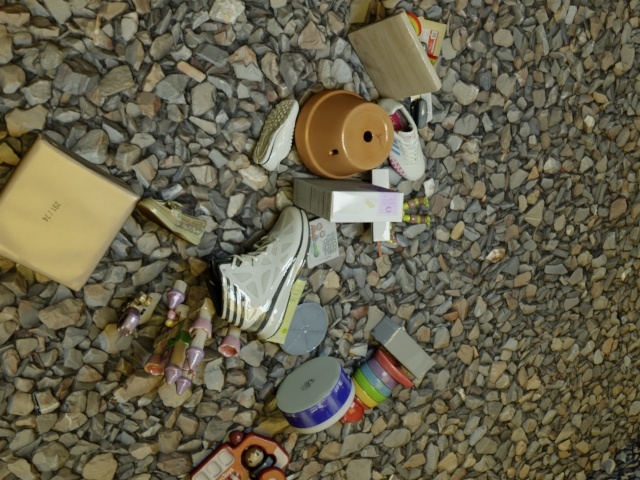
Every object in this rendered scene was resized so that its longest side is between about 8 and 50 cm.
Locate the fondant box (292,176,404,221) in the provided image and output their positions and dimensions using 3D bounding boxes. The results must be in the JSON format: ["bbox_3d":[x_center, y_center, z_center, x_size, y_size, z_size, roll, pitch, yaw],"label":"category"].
[{"bbox_3d":[0.078,-0.132,1.789,0.238,0.330,0.096,-1,104,-23],"label":"fondant box"}]

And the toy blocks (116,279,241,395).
[{"bbox_3d":[-0.437,0.318,1.680,0.288,0.260,0.309,-32,122,32],"label":"toy blocks"}]

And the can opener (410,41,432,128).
[{"bbox_3d":[0.342,-0.523,1.920,0.074,0.093,0.280,-13,115,-7],"label":"can opener"}]

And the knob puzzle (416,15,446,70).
[{"bbox_3d":[0.311,-0.654,1.908,0.213,0.030,0.213,-7,119,-13],"label":"knob puzzle"}]

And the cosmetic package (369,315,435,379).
[{"bbox_3d":[0.309,0.405,2.143,0.107,0.127,0.238,-44,117,-6],"label":"cosmetic package"}]

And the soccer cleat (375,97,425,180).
[{"bbox_3d":[0.283,-0.327,1.919,0.116,0.143,0.331,-38,120,-9],"label":"soccer cleat"}]

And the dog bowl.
[{"bbox_3d":[-0.019,0.529,1.963,0.265,0.265,0.104,-35,113,-10],"label":"dog bowl"}]

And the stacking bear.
[{"bbox_3d":[0.173,0.560,2.117,0.289,0.175,0.164,-45,118,3],"label":"stacking bear"}]

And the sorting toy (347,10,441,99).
[{"bbox_3d":[0.249,-0.587,1.791,0.089,0.255,0.257,-46,117,-23],"label":"sorting toy"}]

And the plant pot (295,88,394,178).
[{"bbox_3d":[0.093,-0.332,1.787,0.290,0.203,0.291,-7,104,-30],"label":"plant pot"}]

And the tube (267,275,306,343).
[{"bbox_3d":[-0.116,0.228,1.866,0.070,0.062,0.240,26,100,14],"label":"tube"}]

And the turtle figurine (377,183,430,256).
[{"bbox_3d":[0.274,-0.083,2.011,0.217,0.087,0.270,-6,90,2],"label":"turtle figurine"}]

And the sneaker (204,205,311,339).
[{"bbox_3d":[-0.196,0.053,1.744,0.257,0.169,0.448,29,64,-28],"label":"sneaker"}]

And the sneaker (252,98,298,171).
[{"bbox_3d":[-0.127,-0.334,1.799,0.094,0.090,0.235,25,94,-44],"label":"sneaker"}]

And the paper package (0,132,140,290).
[{"bbox_3d":[-0.717,-0.078,1.567,0.309,0.168,0.325,33,89,-26],"label":"paper package"}]

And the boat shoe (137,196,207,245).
[{"bbox_3d":[-0.433,-0.071,1.675,0.089,0.104,0.285,-61,158,-9],"label":"boat shoe"}]

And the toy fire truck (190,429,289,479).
[{"bbox_3d":[-0.273,0.814,2.004,0.302,0.169,0.254,-42,97,-8],"label":"toy fire truck"}]

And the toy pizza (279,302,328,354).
[{"bbox_3d":[-0.064,0.310,2.007,0.201,0.032,0.201,-11,113,-29],"label":"toy pizza"}]

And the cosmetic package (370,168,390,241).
[{"bbox_3d":[0.202,-0.116,1.921,0.060,0.099,0.239,-1,91,2],"label":"cosmetic package"}]

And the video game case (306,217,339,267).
[{"bbox_3d":[0.000,0.000,1.941,0.143,0.019,0.157,-21,112,-37],"label":"video game case"}]
